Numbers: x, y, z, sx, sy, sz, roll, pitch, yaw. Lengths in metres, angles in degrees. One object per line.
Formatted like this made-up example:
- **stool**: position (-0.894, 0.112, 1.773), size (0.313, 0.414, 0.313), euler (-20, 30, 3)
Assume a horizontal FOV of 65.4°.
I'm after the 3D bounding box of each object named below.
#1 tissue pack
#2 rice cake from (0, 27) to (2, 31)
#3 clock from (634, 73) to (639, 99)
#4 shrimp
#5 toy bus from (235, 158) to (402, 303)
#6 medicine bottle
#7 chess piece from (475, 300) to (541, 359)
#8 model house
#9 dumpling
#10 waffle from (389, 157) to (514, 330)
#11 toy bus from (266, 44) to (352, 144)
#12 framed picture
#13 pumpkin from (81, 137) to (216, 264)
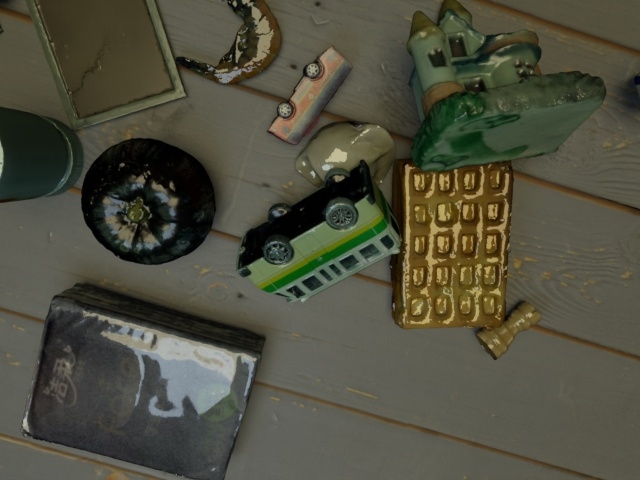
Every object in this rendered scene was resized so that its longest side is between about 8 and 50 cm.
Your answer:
- **tissue pack**: position (-0.333, 0.276, 0.962), size (0.394, 0.124, 0.288), euler (18, 97, -3)
- **rice cake**: position (-0.717, -0.374, 0.900), size (0.256, 0.057, 0.052), euler (-12, 81, 1)
- **clock**: position (0.670, -0.285, 0.842), size (0.230, 0.230, 0.083), euler (-23, 102, 2)
- **shrimp**: position (-0.197, -0.412, 0.904), size (0.198, 0.051, 0.262), euler (-28, 101, 4)
- **toy bus**: position (0.000, 0.000, 0.892), size (0.276, 0.134, 0.165), euler (-30, 120, 20)
- **medicine bottle**: position (-0.528, -0.138, 0.803), size (0.158, 0.318, 0.158), euler (0, 98, -2)
- **chess piece**: position (0.376, 0.176, 0.991), size (0.122, 0.066, 0.066), euler (-36, 97, -2)
- **model house**: position (0.263, -0.308, 0.835), size (0.267, 0.194, 0.325), euler (-9, 71, -5)
- **dumpling**: position (0.049, -0.147, 0.930), size (0.176, 0.092, 0.150), euler (-31, 112, -1)
- **waffle**: position (0.244, 0.005, 0.948), size (0.224, 0.098, 0.328), euler (-1, 100, 1)
- **toy bus**: position (-0.022, -0.264, 0.921), size (0.077, 0.065, 0.192), euler (35, 97, -13)
- **framed picture**: position (-0.401, -0.376, 0.922), size (0.231, 0.018, 0.293), euler (-16, 98, 1)
- **pumpkin**: position (-0.306, -0.069, 0.893), size (0.233, 0.163, 0.233), euler (0, 107, 0)
